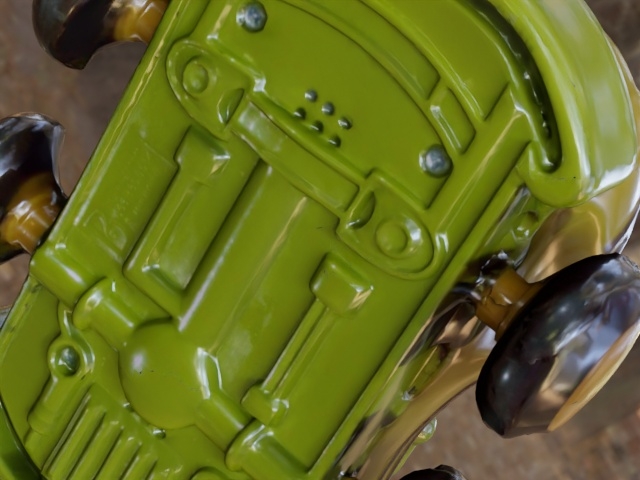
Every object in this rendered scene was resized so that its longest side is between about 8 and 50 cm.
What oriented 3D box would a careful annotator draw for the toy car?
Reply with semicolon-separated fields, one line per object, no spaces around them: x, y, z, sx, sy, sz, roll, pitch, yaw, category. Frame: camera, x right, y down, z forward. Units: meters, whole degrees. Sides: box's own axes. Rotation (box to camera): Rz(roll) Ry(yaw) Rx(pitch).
0.000;0.000;0.509;0.200;0.248;0.142;43;27;14;toy car
